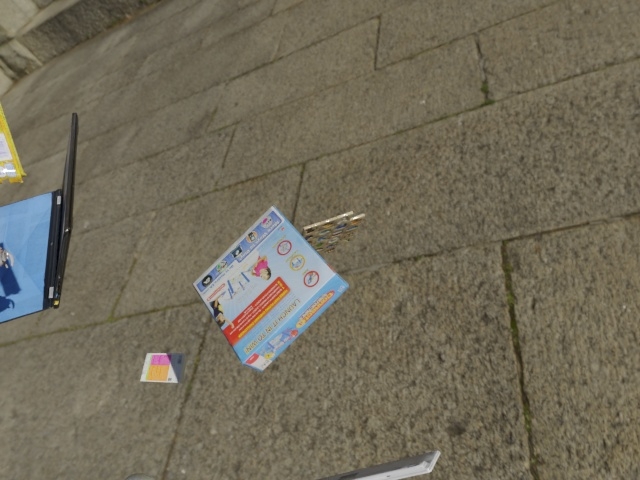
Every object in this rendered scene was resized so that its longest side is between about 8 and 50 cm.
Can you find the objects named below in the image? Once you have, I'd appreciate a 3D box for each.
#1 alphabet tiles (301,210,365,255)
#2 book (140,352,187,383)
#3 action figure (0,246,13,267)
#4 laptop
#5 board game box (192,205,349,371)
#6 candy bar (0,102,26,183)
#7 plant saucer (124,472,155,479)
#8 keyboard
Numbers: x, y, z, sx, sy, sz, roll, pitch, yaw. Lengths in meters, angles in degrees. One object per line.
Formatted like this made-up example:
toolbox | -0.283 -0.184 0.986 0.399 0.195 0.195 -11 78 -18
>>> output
alphabet tiles | 0.000 0.000 1.722 0.285 0.342 0.011 -19 72 -16
book | -0.519 0.423 1.676 0.144 0.035 0.096 -3 68 17
action figure | -0.617 -0.046 0.816 0.099 0.285 0.185 -56 6 -38
laptop | -0.704 -0.038 1.142 0.408 0.236 0.382 -57 39 39
board game box | -0.136 0.113 1.284 0.308 0.086 0.302 -44 52 1
candy bar | -0.409 -0.145 0.627 0.040 0.161 0.018 -18 -3 -34
plant saucer | -0.228 0.584 0.858 0.100 0.400 0.400 -10 23 -40
keyboard | 0.034 0.323 0.676 0.256 0.072 0.014 -23 72 20
